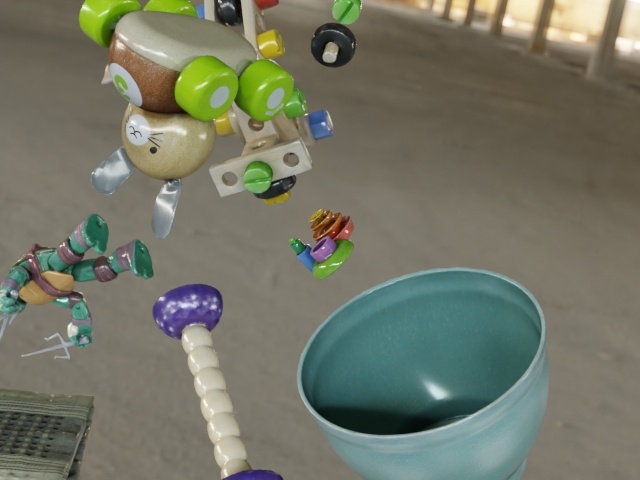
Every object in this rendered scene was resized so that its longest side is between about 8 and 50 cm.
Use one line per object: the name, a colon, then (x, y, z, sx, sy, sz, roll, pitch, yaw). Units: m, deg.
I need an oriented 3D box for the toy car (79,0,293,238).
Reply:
toy car: (-0.142, -0.103, 1.267, 0.155, 0.188, 0.149, 38, 24, 28)

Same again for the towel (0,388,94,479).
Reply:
towel: (-0.413, 0.226, 1.547, 0.324, 0.056, 0.312, 4, 12, -2)

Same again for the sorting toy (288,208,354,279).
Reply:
sorting toy: (0.000, 0.000, 1.448, 0.042, 0.061, 0.102, 46, 19, -15)

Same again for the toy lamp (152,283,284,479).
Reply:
toy lamp: (-0.088, 0.168, 1.323, 0.080, 0.080, 0.275, 5, 49, -30)

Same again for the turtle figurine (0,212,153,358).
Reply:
turtle figurine: (-0.326, 0.058, 1.748, 0.234, 0.118, 0.175, -32, -25, 25)

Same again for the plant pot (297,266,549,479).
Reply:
plant pot: (0.140, 0.198, 1.703, 0.293, 0.196, 0.293, -14, 32, 9)

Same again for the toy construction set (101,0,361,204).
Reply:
toy construction set: (-0.121, -0.176, 1.805, 0.308, 0.257, 0.237, 8, 36, 4)
